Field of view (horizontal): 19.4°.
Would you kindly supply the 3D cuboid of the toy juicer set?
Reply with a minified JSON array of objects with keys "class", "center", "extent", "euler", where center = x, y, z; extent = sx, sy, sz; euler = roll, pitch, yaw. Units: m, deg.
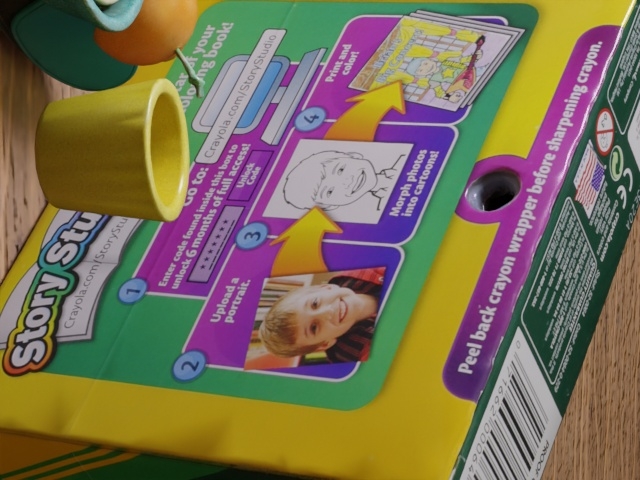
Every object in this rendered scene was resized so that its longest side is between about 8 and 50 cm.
[{"class":"toy juicer set","center":[-0.100,-0.186,0.868],"extent":[0.209,0.089,0.329],"euler":[-77,160,-47]}]

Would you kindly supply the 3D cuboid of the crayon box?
[{"class":"crayon box","center":[0.000,0.000,1.052],"extent":[0.363,0.313,0.106],"euler":[-64,144,-32]}]

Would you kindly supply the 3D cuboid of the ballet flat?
[{"class":"ballet flat","center":[-0.156,-0.150,0.995],"extent":[0.213,0.072,0.068],"euler":[41,29,-61]}]
